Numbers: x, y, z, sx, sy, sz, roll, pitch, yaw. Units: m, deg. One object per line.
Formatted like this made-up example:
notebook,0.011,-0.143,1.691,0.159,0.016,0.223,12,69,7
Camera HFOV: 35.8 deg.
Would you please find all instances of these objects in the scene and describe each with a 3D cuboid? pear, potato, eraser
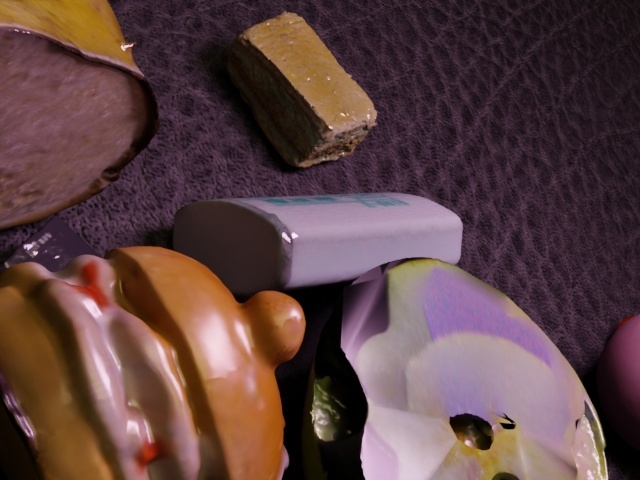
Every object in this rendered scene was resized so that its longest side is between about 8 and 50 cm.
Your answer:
pear,0.119,0.231,1.047,0.399,0.165,0.398,24,46,-27
potato,-0.342,-0.179,0.868,0.296,0.290,0.397,59,24,16
eraser,0.000,0.000,1.117,0.290,0.189,0.104,-5,97,-45

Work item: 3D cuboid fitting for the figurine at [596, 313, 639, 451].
figurine,0.492,0.208,1.396,0.211,0.261,0.269,-14,68,-18

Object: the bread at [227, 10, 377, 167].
bread,-0.029,-0.196,1.305,0.196,0.102,0.138,52,37,8

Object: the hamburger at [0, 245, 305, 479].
hamburger,-0.140,0.127,0.779,0.237,0.276,0.276,-22,74,-25

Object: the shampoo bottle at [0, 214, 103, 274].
shampoo bottle,-0.175,0.117,0.947,0.309,0.071,0.098,45,37,-8
